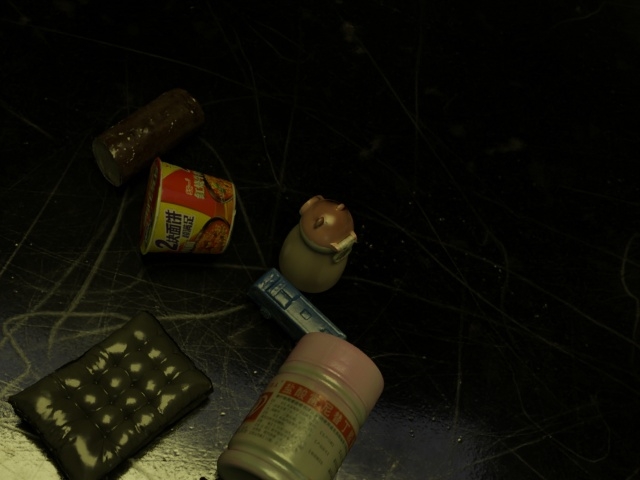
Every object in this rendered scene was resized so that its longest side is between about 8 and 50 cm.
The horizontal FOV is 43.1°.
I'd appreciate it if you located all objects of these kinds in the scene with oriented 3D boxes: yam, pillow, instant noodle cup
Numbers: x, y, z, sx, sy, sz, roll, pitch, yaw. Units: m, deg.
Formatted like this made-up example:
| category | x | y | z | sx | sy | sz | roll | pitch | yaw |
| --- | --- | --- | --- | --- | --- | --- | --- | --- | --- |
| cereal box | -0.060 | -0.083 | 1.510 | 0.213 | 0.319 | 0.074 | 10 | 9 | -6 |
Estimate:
| category | x | y | z | sx | sy | sz | roll | pitch | yaw |
| --- | --- | --- | --- | --- | --- | --- | --- | --- | --- |
| yam | -0.397 | -0.245 | 1.862 | 0.131 | 0.131 | 0.279 | 40 | 57 | 10 |
| pillow | -0.393 | 0.295 | 1.544 | 0.326 | 0.101 | 0.228 | -37 | 78 | -29 |
| instant noodle cup | -0.284 | -0.062 | 1.741 | 0.174 | 0.213 | 0.213 | 8 | 57 | -21 |

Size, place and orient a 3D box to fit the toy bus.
| category | x | y | z | sx | sy | sz | roll | pitch | yaw |
| --- | --- | --- | --- | --- | --- | --- | --- | --- | --- |
| toy bus | -0.048 | 0.158 | 1.725 | 0.236 | 0.094 | 0.079 | 43 | 58 | 12 |

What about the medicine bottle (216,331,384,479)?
| category | x | y | z | sx | sy | sz | roll | pitch | yaw |
| --- | --- | --- | --- | --- | --- | --- | --- | --- | --- |
| medicine bottle | -0.033 | 0.352 | 1.545 | 0.202 | 0.202 | 0.316 | 32 | 56 | 5 |

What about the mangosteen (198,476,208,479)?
| category | x | y | z | sx | sy | sz | roll | pitch | yaw |
| --- | --- | --- | --- | --- | --- | --- | --- | --- | --- |
| mangosteen | -0.156 | 0.521 | 1.417 | 0.231 | 0.231 | 0.289 | -5 | 29 | -18 |

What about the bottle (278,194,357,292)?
| category | x | y | z | sx | sy | sz | roll | pitch | yaw |
| --- | --- | --- | --- | --- | --- | --- | --- | --- | --- |
| bottle | 0.000 | 0.000 | 1.751 | 0.147 | 0.236 | 0.148 | 7 | 57 | -11 |
